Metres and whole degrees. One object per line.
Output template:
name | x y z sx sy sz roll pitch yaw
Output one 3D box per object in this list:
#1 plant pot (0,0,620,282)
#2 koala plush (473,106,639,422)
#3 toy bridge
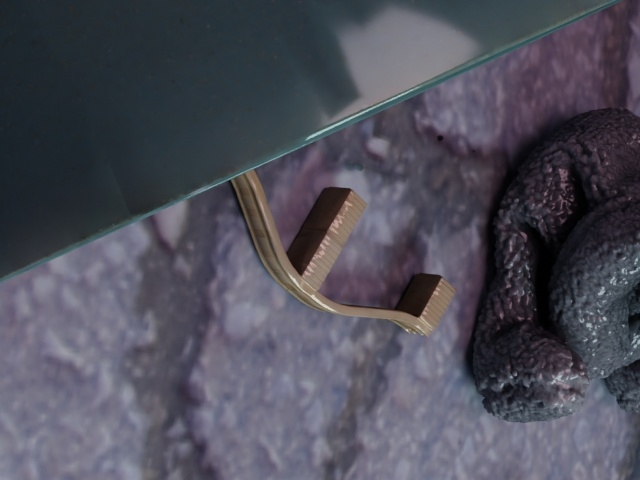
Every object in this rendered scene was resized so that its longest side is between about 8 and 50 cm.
plant pot | -0.059 -0.139 0.453 0.293 0.293 0.235 -27 95 -34
koala plush | 0.232 0.020 0.731 0.196 0.221 0.203 3 92 -39
toy bridge | 0.000 0.000 0.667 0.188 0.026 0.063 42 69 -33
